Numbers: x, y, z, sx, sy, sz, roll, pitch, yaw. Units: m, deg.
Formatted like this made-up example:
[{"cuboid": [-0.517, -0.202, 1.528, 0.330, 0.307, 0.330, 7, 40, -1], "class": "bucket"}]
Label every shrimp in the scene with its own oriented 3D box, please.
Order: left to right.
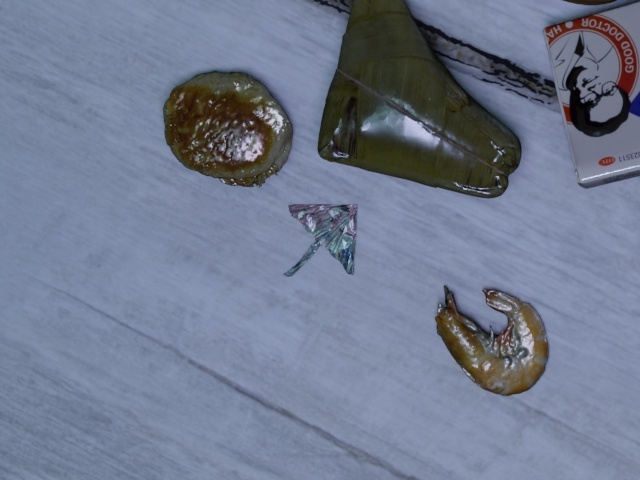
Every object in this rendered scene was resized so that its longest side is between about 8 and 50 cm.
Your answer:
[{"cuboid": [0.241, 0.132, 1.736, 0.187, 0.051, 0.132, 45, 89, -3], "class": "shrimp"}]

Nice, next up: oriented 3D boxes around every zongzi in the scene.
[{"cuboid": [0.154, -0.223, 1.637, 0.274, 0.145, 0.299, 15, 98, 7], "class": "zongzi"}]

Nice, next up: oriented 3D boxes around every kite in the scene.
[{"cuboid": [0.000, 0.000, 1.787, 0.139, 0.011, 0.156, 45, 107, 6], "class": "kite"}]

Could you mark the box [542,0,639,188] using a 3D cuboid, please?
[{"cuboid": [0.480, -0.211, 1.562, 0.353, 0.069, 0.214, -14, 81, 19], "class": "box"}]

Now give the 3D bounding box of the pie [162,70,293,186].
[{"cuboid": [-0.135, -0.161, 1.756, 0.194, 0.079, 0.163, 11, 100, 12], "class": "pie"}]

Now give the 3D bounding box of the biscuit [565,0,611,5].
[{"cuboid": [0.362, -0.479, 1.521, 0.359, 0.074, 0.381, 32, 88, -7], "class": "biscuit"}]
